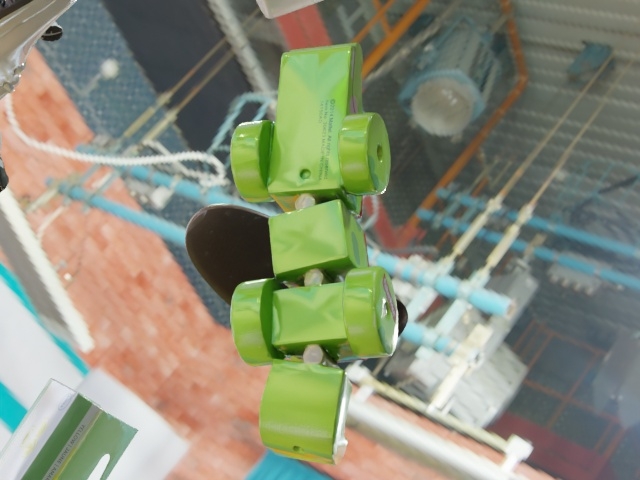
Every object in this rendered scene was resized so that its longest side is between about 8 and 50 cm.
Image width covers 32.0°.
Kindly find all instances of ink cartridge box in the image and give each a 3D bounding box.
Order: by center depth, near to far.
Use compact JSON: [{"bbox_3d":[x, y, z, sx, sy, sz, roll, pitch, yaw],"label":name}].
[{"bbox_3d":[-0.350,0.285,1.482,0.056,0.171,0.235,40,-16,-26],"label":"ink cartridge box"}]

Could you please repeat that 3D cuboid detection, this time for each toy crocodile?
[{"bbox_3d":[0.000,0.000,0.863,0.115,0.340,0.105,-8,-23,17],"label":"toy crocodile"}]

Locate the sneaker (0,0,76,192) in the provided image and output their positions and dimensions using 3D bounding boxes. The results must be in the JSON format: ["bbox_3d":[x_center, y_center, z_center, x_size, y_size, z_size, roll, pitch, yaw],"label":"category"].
[{"bbox_3d":[-0.431,-0.192,1.392,0.257,0.447,0.169,48,18,-48],"label":"sneaker"}]

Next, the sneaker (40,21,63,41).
[{"bbox_3d":[-0.495,-0.362,1.894,0.044,0.109,0.040,54,-51,37],"label":"sneaker"}]

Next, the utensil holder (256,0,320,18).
[{"bbox_3d":[0.066,-0.423,1.044,0.327,0.385,0.327,158,-90,-90],"label":"utensil holder"}]

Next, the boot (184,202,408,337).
[{"bbox_3d":[-0.039,0.029,1.275,0.305,0.112,0.115,29,19,-36],"label":"boot"}]
